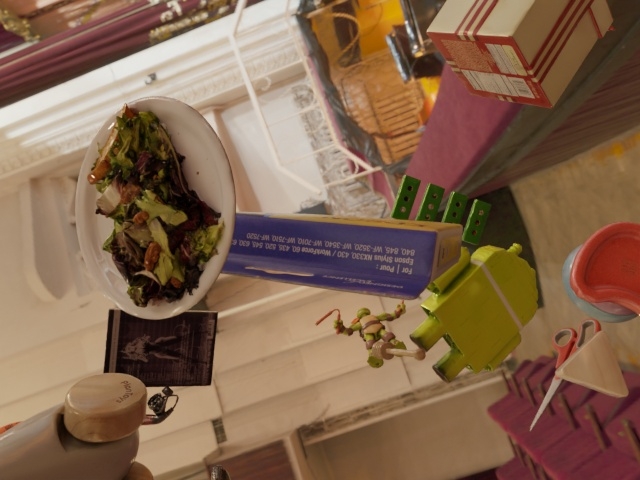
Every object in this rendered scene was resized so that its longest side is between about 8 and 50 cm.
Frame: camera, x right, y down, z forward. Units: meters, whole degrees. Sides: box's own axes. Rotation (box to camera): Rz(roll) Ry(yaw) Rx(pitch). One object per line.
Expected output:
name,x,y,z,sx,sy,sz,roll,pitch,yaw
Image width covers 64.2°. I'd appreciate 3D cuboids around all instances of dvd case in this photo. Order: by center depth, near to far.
dvd case,-0.335,0.228,1.076,0.018,0.221,0.164,-167,82,-68

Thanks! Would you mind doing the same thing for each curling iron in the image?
curling iron,-0.355,0.334,0.979,0.035,0.274,0.068,50,-139,-16

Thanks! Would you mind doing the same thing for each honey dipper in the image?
honey dipper,0.126,0.180,0.814,0.030,0.030,0.161,70,162,2

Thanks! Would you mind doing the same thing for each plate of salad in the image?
plate of salad,-0.160,-0.029,0.449,0.048,0.200,0.199,-1,-111,-62

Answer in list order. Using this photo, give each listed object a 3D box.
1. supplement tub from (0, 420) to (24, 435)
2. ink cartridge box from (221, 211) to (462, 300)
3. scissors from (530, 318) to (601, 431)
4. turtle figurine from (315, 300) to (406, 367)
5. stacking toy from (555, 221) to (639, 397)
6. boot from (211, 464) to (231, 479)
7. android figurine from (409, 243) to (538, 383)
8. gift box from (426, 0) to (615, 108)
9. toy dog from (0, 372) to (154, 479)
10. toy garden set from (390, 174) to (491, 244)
supplement tub,-0.464,0.454,0.862,0.338,0.207,0.207,95,165,-46
ink cartridge box,0.000,0.000,0.619,0.307,0.304,0.072,-1,-83,-69
scissors,0.499,0.263,1.035,0.021,0.109,0.297,53,-133,-9
turtle figurine,0.134,0.255,1.422,0.217,0.270,0.087,-118,18,-55
stacking toy,0.476,0.144,0.728,0.309,0.279,0.130,29,162,12
boot,-0.189,0.590,1.076,0.137,0.077,0.197,-131,33,-73
android figurine,0.287,0.121,0.919,0.248,0.273,0.056,51,167,-21
gift box,0.425,-0.438,1.023,0.276,0.258,0.255,31,178,45
toy dog,-0.337,0.218,0.539,0.334,0.220,0.161,22,-178,-32
toy garden set,0.278,-0.030,1.269,0.049,0.244,0.203,-150,77,-74
